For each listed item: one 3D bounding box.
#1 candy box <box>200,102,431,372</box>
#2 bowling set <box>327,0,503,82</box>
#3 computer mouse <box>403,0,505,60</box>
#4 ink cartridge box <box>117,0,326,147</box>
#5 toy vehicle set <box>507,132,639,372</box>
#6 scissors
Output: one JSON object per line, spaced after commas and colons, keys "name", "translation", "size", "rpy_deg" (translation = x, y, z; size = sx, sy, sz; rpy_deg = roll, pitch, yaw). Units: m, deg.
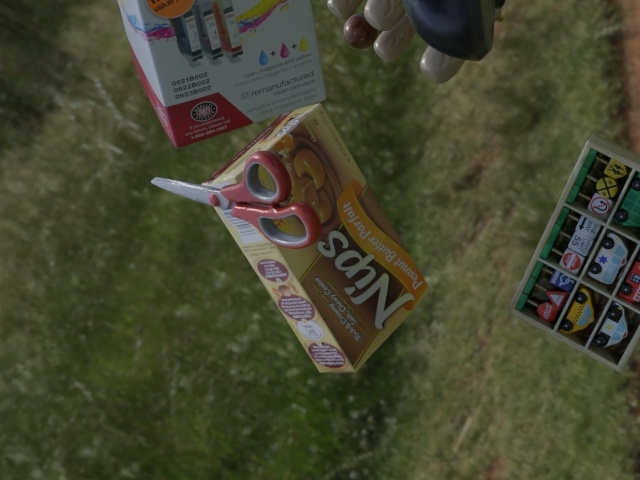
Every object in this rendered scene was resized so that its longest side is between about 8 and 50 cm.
{"name": "candy box", "translation": [0.000, 0.000, 1.600], "size": [0.087, 0.316, 0.183], "rpy_deg": [-6, 31, 51]}
{"name": "bowling set", "translation": [0.100, -0.365, 1.741], "size": [0.154, 0.287, 0.200], "rpy_deg": [-51, 19, -9]}
{"name": "computer mouse", "translation": [0.110, -0.239, 1.016], "size": [0.272, 0.072, 0.188], "rpy_deg": [-73, -25, -54]}
{"name": "ink cartridge box", "translation": [-0.084, -0.188, 0.893], "size": [0.127, 0.128, 0.176], "rpy_deg": [-120, 15, -48]}
{"name": "toy vehicle set", "translation": [0.361, 0.018, 1.503], "size": [0.035, 0.166, 0.267], "rpy_deg": [-39, -27, -56]}
{"name": "scissors", "translation": [-0.098, -0.034, 1.276], "size": [0.021, 0.109, 0.297], "rpy_deg": [-38, 17, -29]}
